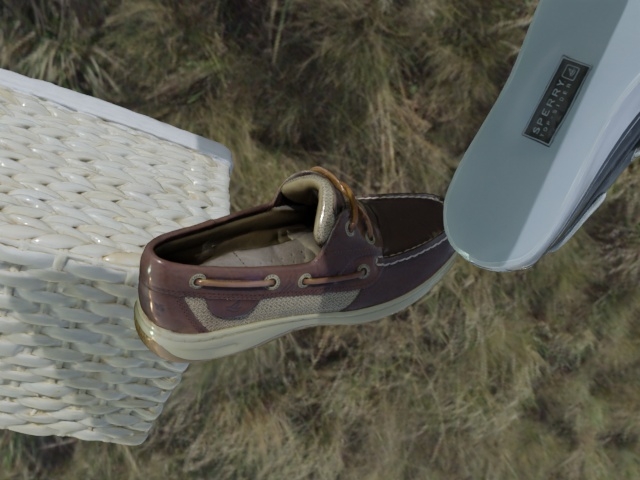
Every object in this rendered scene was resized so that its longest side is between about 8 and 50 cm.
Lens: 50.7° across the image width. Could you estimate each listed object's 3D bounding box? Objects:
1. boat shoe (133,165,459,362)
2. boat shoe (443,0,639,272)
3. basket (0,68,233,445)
[{"bbox_3d":[0.000,0.000,0.612,0.342,0.123,0.123,-14,135,-26],"label":"boat shoe"},{"bbox_3d":[0.201,-0.110,0.468,0.105,0.113,0.306,5,113,-56],"label":"boat shoe"},{"bbox_3d":[-0.298,0.035,0.779,0.331,0.266,0.328,16,128,-25],"label":"basket"}]
